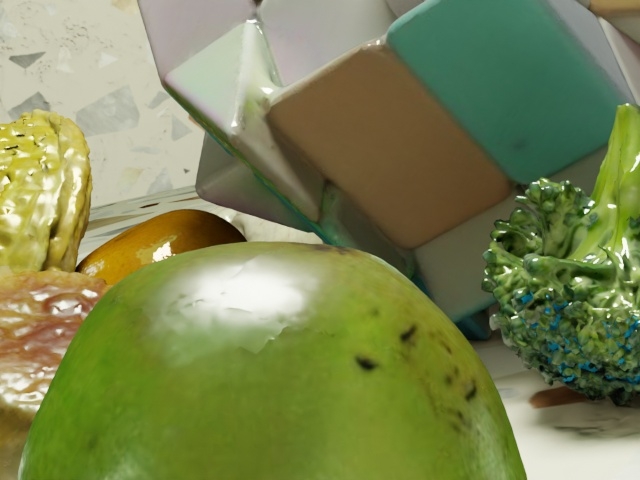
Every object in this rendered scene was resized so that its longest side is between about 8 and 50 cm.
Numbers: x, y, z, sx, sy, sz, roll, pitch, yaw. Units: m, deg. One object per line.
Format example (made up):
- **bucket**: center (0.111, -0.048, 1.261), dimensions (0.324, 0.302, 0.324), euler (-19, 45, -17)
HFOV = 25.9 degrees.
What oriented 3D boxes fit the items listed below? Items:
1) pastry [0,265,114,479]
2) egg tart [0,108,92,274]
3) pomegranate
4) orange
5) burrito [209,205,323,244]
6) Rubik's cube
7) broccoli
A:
- **pastry**: center (-0.154, 0.089, 0.791), dimensions (0.192, 0.093, 0.182), euler (16, 24, 20)
- **egg tart**: center (-0.294, 0.009, 1.072), dimensions (0.123, 0.294, 0.294), euler (31, -23, -36)
- **pomegranate**: center (-0.004, 0.075, 0.549), dimensions (0.190, 0.159, 0.241), euler (-4, 7, 45)
- **orange**: center (-0.117, 0.048, 1.052), dimensions (0.156, 0.124, 0.156), euler (-29, 13, 7)
- **burrito**: center (0.000, 0.000, 1.275), dimensions (0.392, 0.076, 0.117), euler (-4, 53, 41)
- **Rubik's cube**: center (0.071, -0.118, 0.962), dimensions (0.358, 0.368, 0.387), euler (-31, -24, 27)
- **broccoli**: center (0.166, 0.009, 0.748), dimensions (0.155, 0.160, 0.167), euler (15, 3, -7)
